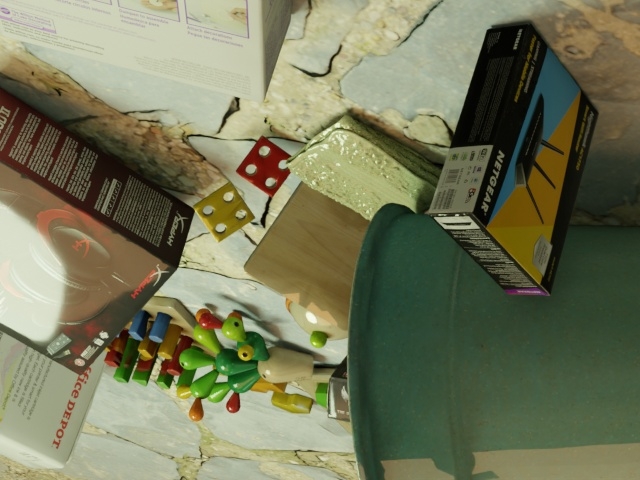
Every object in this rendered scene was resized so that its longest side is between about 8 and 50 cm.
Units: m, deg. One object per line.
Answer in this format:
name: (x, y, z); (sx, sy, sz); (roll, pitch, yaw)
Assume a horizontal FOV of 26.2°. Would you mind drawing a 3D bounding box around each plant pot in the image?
plant pot: (0.233, 0.126, 1.241); (0.334, 0.341, 0.341); (-3, 149, 19)

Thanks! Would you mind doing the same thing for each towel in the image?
towel: (0.050, -0.062, 1.344); (0.148, 0.027, 0.110); (29, 142, -21)

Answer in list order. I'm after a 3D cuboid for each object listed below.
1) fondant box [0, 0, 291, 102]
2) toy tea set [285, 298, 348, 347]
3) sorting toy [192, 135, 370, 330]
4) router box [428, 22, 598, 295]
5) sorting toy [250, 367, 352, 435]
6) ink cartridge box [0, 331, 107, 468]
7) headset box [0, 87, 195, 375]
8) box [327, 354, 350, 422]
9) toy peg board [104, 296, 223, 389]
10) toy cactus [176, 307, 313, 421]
fondant box: (-0.145, -0.252, 1.027); (0.238, 0.096, 0.330); (15, 156, 6)
toy tea set: (0.110, 0.102, 1.544); (0.336, 0.124, 0.200); (9, 154, 18)
sorting toy: (0.000, 0.000, 1.425); (0.274, 0.132, 0.046); (31, -170, -19)
router box: (0.160, -0.064, 1.110); (0.046, 0.179, 0.133); (-1, 150, 39)
sorting toy: (0.045, 0.243, 1.972); (0.307, 0.041, 0.229); (-3, 148, 37)
ink cartridge box: (-0.477, 0.192, 2.023); (0.278, 0.201, 0.117); (34, 151, -32)
headset box: (-0.321, -0.014, 1.495); (0.293, 0.110, 0.218); (33, 125, -18)
box: (0.144, 0.170, 1.611); (0.231, 0.183, 0.056); (10, 111, 17)
toy peg board: (-0.246, 0.145, 1.922); (0.161, 0.079, 0.160); (4, 152, 26)
toy cactus: (-0.100, 0.171, 1.857); (0.180, 0.112, 0.219); (4, 136, -8)
